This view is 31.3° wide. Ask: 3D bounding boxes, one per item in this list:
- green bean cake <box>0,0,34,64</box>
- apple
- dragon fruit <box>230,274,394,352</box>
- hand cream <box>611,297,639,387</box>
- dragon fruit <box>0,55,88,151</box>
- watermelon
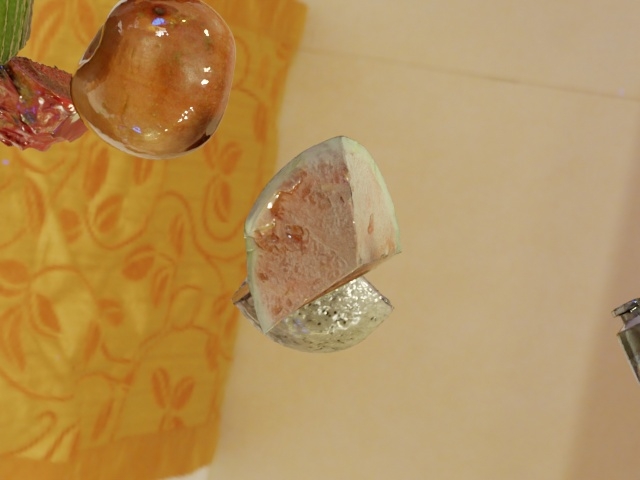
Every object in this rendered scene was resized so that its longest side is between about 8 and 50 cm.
[{"bbox_3d":[-0.577,-0.370,1.592,0.319,0.334,0.218,-114,-147,-71],"label":"green bean cake"},{"bbox_3d":[-0.250,-0.249,1.700,0.253,0.253,0.254,12,90,-68],"label":"apple"},{"bbox_3d":[-0.015,0.110,2.061,0.204,0.221,0.283,-46,-170,1],"label":"dragon fruit"},{"bbox_3d":[0.449,0.200,1.436,0.271,0.091,0.058,65,11,12],"label":"hand cream"},{"bbox_3d":[-0.484,-0.230,1.981,0.261,0.189,0.163,14,91,-67],"label":"dragon fruit"},{"bbox_3d":[0.000,0.000,1.649,0.256,0.260,0.176,43,32,-35],"label":"watermelon"}]
